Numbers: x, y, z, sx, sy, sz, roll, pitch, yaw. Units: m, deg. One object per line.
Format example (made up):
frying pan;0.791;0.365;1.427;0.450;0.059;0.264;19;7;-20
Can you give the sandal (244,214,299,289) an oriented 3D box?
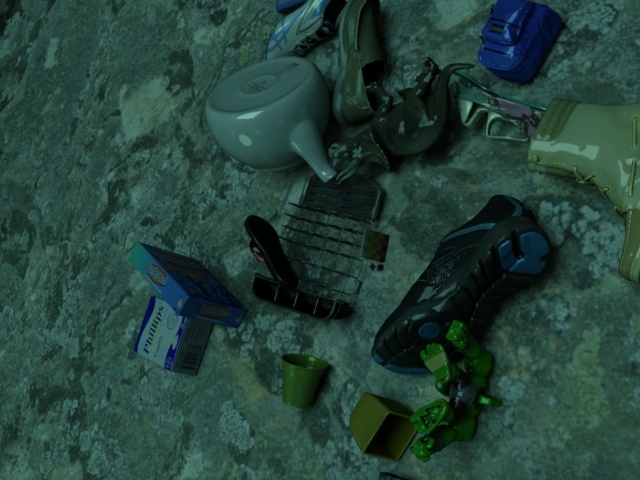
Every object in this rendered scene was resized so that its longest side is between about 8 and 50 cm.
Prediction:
sandal;-0.096;0.024;1.391;0.040;0.067;0.179;-50;51;29

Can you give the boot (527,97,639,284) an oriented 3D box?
boot;0.384;-0.077;1.076;0.203;0.095;0.262;10;79;32

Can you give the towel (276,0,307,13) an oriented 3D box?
towel;-0.009;-0.627;1.634;0.209;0.034;0.285;-9;73;35

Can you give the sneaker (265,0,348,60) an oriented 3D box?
sneaker;-0.021;-0.420;1.549;0.237;0.085;0.086;-43;61;26

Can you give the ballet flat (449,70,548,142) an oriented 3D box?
ballet flat;0.275;-0.204;1.242;0.221;0.077;0.079;34;103;36

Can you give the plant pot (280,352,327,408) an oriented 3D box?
plant pot;-0.035;0.247;1.363;0.083;0.083;0.079;17;101;42

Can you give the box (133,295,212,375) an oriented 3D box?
box;-0.302;0.194;1.598;0.137;0.072;0.126;16;86;42

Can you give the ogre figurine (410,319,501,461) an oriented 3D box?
ogre figurine;0.199;0.224;1.141;0.097;0.118;0.197;-13;67;41

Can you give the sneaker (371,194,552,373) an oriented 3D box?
sneaker;0.208;0.075;1.203;0.341;0.125;0.139;-45;26;23

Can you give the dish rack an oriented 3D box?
dish rack;0.000;0.000;1.406;0.208;0.074;0.271;14;86;41

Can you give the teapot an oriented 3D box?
teapot;-0.088;-0.217;1.479;0.253;0.187;0.256;-8;38;18

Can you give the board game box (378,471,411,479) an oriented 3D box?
board game box;0.127;0.462;1.188;0.126;0.026;0.186;7;81;41

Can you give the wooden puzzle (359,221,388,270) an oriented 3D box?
wooden puzzle;0.092;0.010;1.341;0.006;0.049;0.083;-3;74;60

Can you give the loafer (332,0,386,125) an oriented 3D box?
loafer;0.087;-0.334;1.434;0.087;0.094;0.251;5;89;35

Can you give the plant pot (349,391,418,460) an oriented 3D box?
plant pot;0.093;0.287;1.238;0.081;0.081;0.083;-60;37;9

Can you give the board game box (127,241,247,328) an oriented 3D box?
board game box;-0.263;0.088;1.540;0.210;0.160;0.047;38;101;40

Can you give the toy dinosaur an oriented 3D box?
toy dinosaur;0.157;-0.203;1.310;0.313;0.121;0.160;-16;73;43

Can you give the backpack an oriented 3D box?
backpack;0.302;-0.319;1.235;0.098;0.101;0.120;33;102;48
